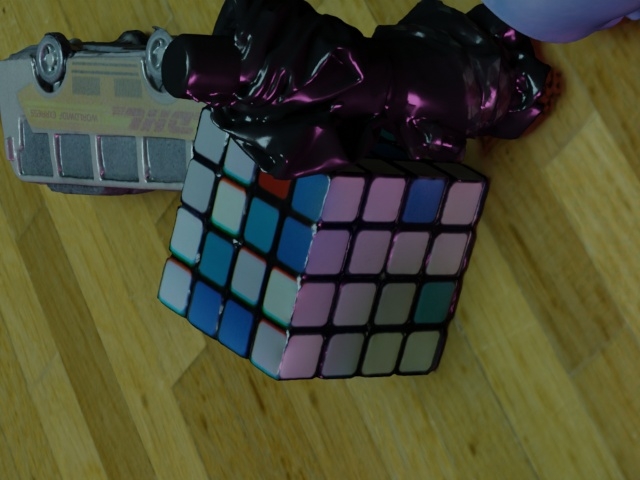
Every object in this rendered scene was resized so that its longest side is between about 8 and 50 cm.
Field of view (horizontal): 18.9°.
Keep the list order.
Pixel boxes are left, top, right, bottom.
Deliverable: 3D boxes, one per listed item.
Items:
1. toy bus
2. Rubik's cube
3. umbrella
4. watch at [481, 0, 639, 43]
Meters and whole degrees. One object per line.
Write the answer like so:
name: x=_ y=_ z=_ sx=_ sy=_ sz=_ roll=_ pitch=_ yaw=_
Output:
toy bus: x=-0.135 y=-0.105 z=1.566 sx=0.342 sy=0.097 sz=0.138 roll=3 pitch=98 yaw=49
Rubik's cube: x=0.000 y=0.000 z=1.352 sx=0.151 sy=0.154 sz=0.155 roll=32 pitch=114 yaw=45
umbrella: x=0.023 y=-0.101 z=1.237 sx=0.110 sy=0.272 sz=0.122 roll=13 pitch=101 yaw=52
watch: x=0.156 y=-0.219 z=1.143 sx=0.211 sy=0.193 sz=0.211 roll=0 pitch=90 yaw=48
